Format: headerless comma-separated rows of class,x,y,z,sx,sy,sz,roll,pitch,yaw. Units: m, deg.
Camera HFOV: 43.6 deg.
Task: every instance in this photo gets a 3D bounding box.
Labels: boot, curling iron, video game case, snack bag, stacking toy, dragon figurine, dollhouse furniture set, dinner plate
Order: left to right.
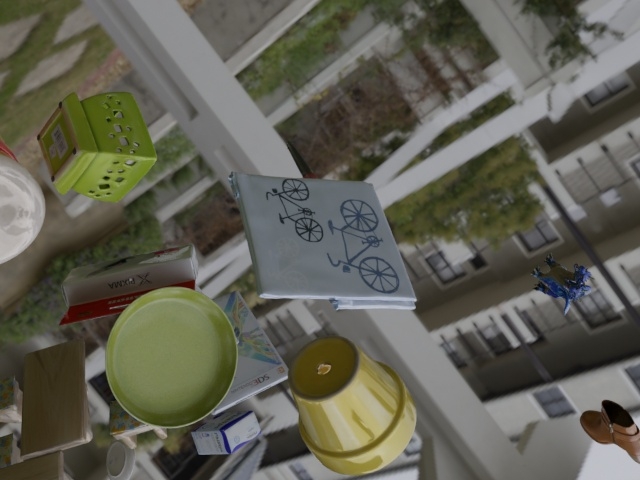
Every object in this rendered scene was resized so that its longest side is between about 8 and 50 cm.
stacking toy,-0.878,-0.193,1.958,0.350,0.350,0.480,-36,-133,10
dollhouse furniture set,-0.478,0.327,1.385,0.362,0.256,0.394,-17,-131,1
dinner plate,-0.547,0.591,2.165,0.017,0.141,0.141,16,143,-42
video game case,-0.288,0.331,2.431,0.300,0.329,0.036,-20,157,-41
curling iron,-0.024,-0.145,1.965,0.035,0.274,0.068,-27,151,-9
snack bag,0.000,0.000,1.580,0.342,0.323,0.037,2,140,-26
dragon figurine,0.591,0.121,1.927,0.085,0.144,0.289,-42,147,-5
boot,0.639,0.398,1.763,0.073,0.152,0.197,-45,-144,-12

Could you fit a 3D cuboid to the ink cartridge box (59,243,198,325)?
ink cartridge box,-0.394,0.086,1.654,0.275,0.060,0.239,-12,-167,-5

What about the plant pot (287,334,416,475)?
plant pot,0.050,0.334,1.712,0.254,0.239,0.254,-17,-138,15

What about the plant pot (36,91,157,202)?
plant pot,-0.601,-0.250,2.108,0.207,0.228,0.227,-1,150,-48

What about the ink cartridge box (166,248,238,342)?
ink cartridge box,-0.342,0.168,2.008,0.117,0.278,0.201,-37,-170,-10

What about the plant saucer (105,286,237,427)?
plant saucer,-0.259,0.201,1.386,0.241,0.241,0.037,-41,-163,-28

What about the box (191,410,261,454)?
box,-0.256,0.522,2.172,0.137,0.072,0.126,-13,-173,39
